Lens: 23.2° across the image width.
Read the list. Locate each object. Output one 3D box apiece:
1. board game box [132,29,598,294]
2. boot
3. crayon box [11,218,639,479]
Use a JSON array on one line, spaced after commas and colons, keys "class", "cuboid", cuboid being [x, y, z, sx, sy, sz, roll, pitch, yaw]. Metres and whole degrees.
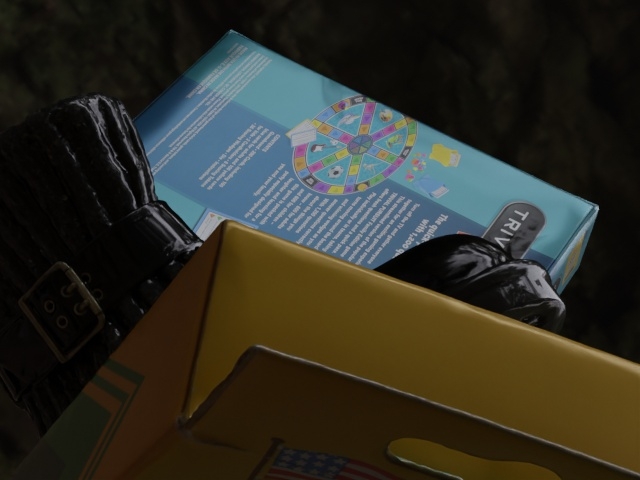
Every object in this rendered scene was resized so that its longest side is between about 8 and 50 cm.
[{"class": "board game box", "cuboid": [0.000, 0.000, 1.173, 0.336, 0.254, 0.079, 28, -40, 16]}, {"class": "boot", "cuboid": [-0.061, 0.019, 0.858, 0.131, 0.348, 0.260, 10, 53, -59]}, {"class": "crayon box", "cuboid": [0.010, 0.100, 0.587, 0.202, 0.081, 0.318, 20, -32, -17]}]
